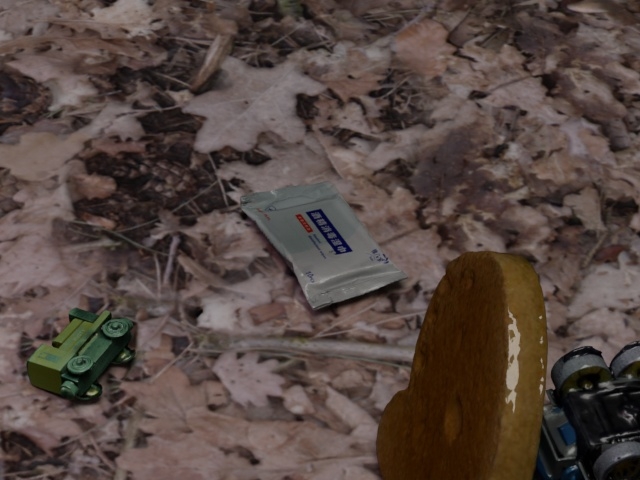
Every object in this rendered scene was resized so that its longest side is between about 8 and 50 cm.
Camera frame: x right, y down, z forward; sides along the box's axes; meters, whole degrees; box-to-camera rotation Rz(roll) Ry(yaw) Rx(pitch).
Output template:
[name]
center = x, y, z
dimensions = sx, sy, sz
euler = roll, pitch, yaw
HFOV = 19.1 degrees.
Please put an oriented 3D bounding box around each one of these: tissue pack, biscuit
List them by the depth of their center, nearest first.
[biscuit]
center = 0.135, 0.184, 1.828
dimensions = 0.057, 0.287, 0.343
euler = 14, 68, -19
[tissue pack]
center = 0.000, 0.000, 2.165
dimensions = 0.123, 0.026, 0.193
euler = -16, 47, -24

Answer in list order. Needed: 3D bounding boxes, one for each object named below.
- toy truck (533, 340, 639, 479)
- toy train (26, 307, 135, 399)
[toy truck]
center = 0.345, 0.201, 1.880
dimensions = 0.367, 0.175, 0.146
euler = -6, 45, -12
[toy train]
center = -0.249, 0.120, 1.993
dimensions = 0.081, 0.050, 0.122
euler = 14, 41, 23
